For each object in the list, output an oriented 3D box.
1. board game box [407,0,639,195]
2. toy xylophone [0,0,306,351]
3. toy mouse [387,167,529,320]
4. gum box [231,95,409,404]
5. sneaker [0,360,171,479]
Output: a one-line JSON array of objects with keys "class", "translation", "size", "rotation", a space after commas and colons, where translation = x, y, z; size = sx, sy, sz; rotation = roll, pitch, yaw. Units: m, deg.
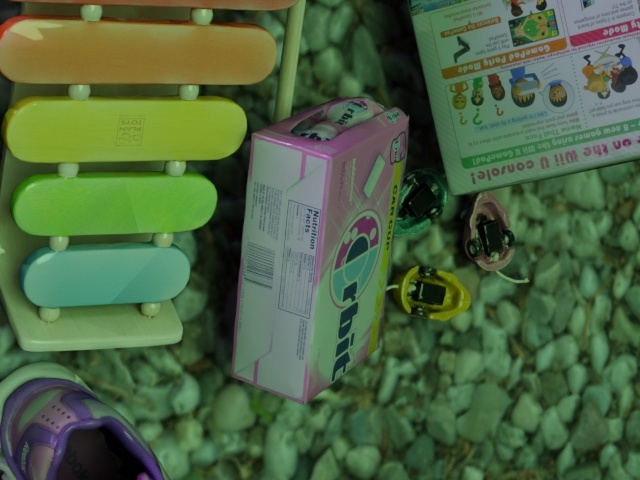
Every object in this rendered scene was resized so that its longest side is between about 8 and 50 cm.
[{"class": "board game box", "translation": [0.175, -0.201, 1.099], "size": [0.097, 0.224, 0.303], "rotation": [-12, 90, -63]}, {"class": "toy xylophone", "translation": [-0.101, -0.087, 0.997], "size": [0.236, 0.081, 0.322], "rotation": [-10, 121, -26]}, {"class": "toy mouse", "translation": [0.094, -0.011, 1.187], "size": [0.161, 0.031, 0.143], "rotation": [8, 88, -30]}, {"class": "gum box", "translation": [0.000, 0.000, 1.057], "size": [0.107, 0.062, 0.188], "rotation": [-31, 133, -54]}, {"class": "sneaker", "translation": [-0.124, 0.184, 1.027], "size": [0.095, 0.104, 0.236], "rotation": [-45, 113, -23]}]
